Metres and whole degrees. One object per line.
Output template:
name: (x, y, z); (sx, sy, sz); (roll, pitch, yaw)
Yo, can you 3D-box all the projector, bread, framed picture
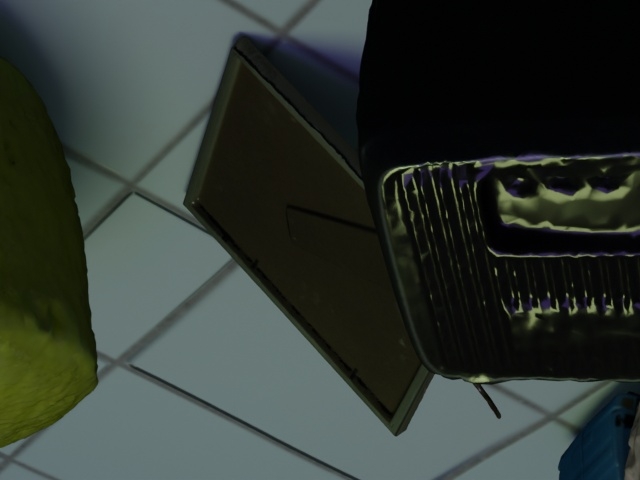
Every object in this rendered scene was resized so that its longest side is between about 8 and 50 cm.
projector: (0.244, -0.120, 1.032); (0.395, 0.405, 0.242); (-1, 139, 13)
bread: (-0.354, 0.016, 1.370); (0.348, 0.308, 0.348); (-4, 153, -2)
framed picture: (0.000, 0.000, 1.383); (0.289, 0.020, 0.211); (47, 144, 20)

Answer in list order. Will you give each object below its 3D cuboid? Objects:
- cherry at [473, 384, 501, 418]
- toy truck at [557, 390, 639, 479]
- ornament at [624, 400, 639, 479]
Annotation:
cherry: (0.162, 0.011, 1.382); (0.192, 0.175, 0.249); (40, 131, -9)
toy truck: (0.429, 0.282, 1.662); (0.385, 0.162, 0.161); (19, 138, -12)
ornament: (0.384, 0.185, 1.456); (0.225, 0.259, 0.259); (39, 142, 15)
